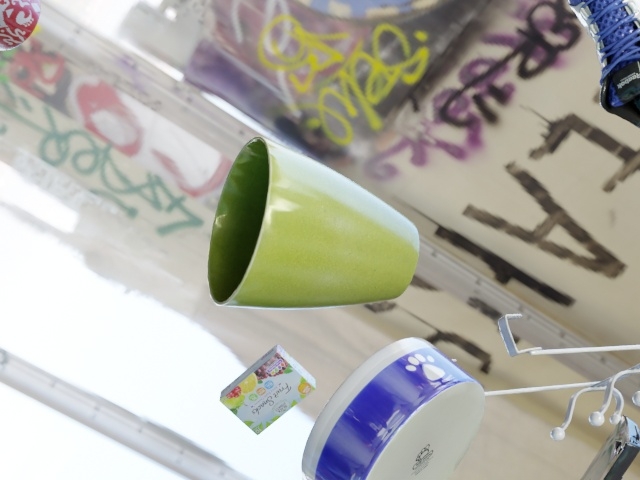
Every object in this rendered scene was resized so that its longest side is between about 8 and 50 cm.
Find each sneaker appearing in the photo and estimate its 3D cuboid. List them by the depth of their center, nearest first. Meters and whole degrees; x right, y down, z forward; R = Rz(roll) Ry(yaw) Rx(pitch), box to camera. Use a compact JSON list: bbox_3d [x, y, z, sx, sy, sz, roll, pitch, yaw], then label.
[{"bbox_3d":[0.454,-0.286,1.433,0.127,0.315,0.182,-26,-172,30],"label":"sneaker"}]

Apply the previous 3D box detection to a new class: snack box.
[{"bbox_3d":[-0.093,0.263,1.727,0.141,0.100,0.037,-41,-162,14],"label":"snack box"}]

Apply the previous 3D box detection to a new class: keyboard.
[{"bbox_3d":[0.388,0.418,1.462,0.317,0.033,0.201,-65,172,21],"label":"keyboard"}]

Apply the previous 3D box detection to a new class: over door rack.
[{"bbox_3d":[0.359,0.212,1.432,0.239,0.324,0.108,128,-32,-60],"label":"over door rack"}]

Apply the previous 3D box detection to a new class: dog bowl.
[{"bbox_3d":[0.103,0.270,1.351,0.104,0.265,0.265,36,-85,33],"label":"dog bowl"}]

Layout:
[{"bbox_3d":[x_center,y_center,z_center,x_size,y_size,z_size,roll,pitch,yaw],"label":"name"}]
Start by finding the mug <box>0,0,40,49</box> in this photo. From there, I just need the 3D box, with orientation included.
[{"bbox_3d":[-0.428,-0.303,1.152,0.113,0.150,0.169,-65,155,-2],"label":"mug"}]

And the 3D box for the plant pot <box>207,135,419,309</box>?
[{"bbox_3d":[0.000,0.000,1.598,0.275,0.293,0.275,-166,-90,-69],"label":"plant pot"}]
